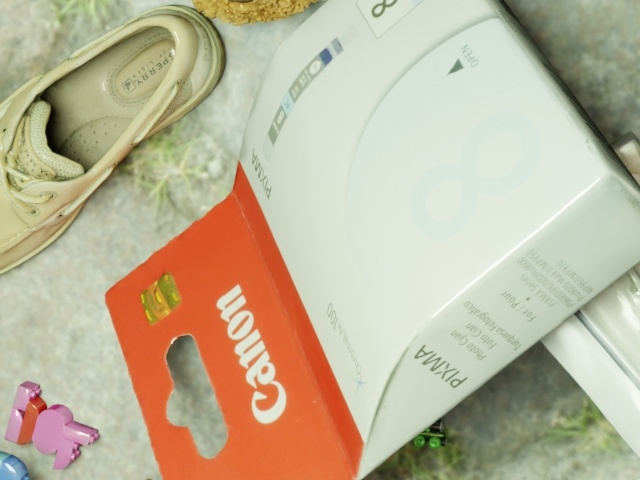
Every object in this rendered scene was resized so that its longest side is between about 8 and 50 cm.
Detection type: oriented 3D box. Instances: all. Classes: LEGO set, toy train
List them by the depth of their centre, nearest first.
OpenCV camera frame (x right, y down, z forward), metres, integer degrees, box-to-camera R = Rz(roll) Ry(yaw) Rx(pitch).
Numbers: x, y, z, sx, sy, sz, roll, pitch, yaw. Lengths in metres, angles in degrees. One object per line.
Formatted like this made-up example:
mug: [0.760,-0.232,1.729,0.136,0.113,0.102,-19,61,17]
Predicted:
toy train: [0.056,0.143,1.190,0.083,0.017,0.024,6,87,11]
LEGO set: [-0.232,0.239,1.224,0.093,0.087,0.227,18,101,9]

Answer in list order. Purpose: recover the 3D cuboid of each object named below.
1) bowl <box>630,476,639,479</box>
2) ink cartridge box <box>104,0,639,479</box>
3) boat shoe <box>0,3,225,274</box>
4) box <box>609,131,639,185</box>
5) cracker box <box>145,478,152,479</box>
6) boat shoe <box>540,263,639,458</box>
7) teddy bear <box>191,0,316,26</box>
bowl: [0.268,0.320,1.078,0.298,0.298,0.134,26,145,7]
ink cartridge box: [0.000,0.000,1.053,0.385,0.308,0.091,-39,133,12]
boat shoe: [-0.206,-0.070,1.175,0.302,0.098,0.109,-36,89,13]
box: [0.102,0.026,1.142,0.324,0.067,0.063,-29,91,14]
cracker box: [-0.169,0.313,1.185,0.067,0.156,0.232,26,101,7]
boat shoe: [0.270,0.084,1.025,0.156,0.136,0.367,-42,78,11]
teddy bear: [-0.100,-0.281,1.039,0.245,0.113,0.338,-17,119,0]
